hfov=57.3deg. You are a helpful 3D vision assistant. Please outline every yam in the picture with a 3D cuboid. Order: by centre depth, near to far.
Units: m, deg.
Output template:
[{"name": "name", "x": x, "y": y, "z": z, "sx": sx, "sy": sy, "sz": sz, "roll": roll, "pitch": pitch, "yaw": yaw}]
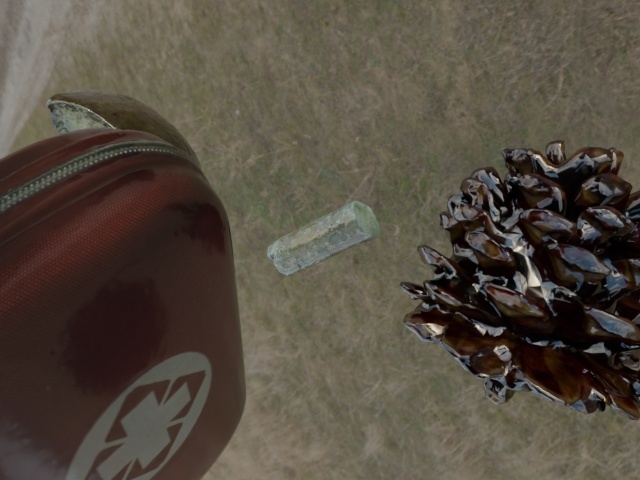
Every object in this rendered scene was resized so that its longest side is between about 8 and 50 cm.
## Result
[{"name": "yam", "x": 0.000, "y": 0.000, "z": 1.259, "sx": 0.259, "sy": 0.093, "sz": 0.093, "roll": -26, "pitch": 96, "yaw": 31}]

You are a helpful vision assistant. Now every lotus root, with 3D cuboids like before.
[{"name": "lotus root", "x": -0.252, "y": -0.121, "z": 0.870, "sx": 0.314, "sy": 0.142, "sz": 0.210, "roll": -34, "pitch": -64, "yaw": -83}]

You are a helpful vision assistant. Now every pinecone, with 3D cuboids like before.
[{"name": "pinecone", "x": 0.251, "y": 0.035, "z": 0.607, "sx": 0.298, "sy": 0.295, "sz": 0.242, "roll": 23, "pitch": 159, "yaw": -5}]

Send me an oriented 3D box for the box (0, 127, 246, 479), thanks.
[{"name": "box", "x": -0.165, "y": 0.112, "z": 0.440, "sx": 0.108, "sy": 0.263, "sz": 0.403, "roll": 30, "pitch": 143, "yaw": 22}]
